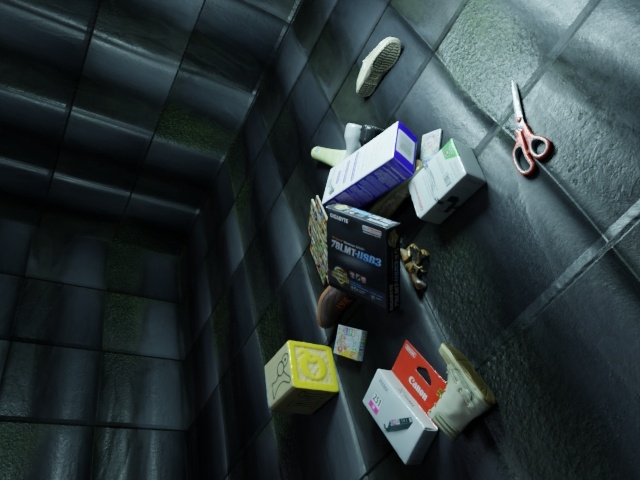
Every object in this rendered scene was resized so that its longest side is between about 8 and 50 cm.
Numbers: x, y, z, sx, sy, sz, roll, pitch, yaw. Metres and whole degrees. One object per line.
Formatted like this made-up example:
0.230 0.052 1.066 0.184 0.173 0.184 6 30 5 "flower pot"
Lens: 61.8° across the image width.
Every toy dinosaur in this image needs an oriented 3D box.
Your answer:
0.276 0.059 1.670 0.112 0.064 0.211 -58 32 31 "toy dinosaur"

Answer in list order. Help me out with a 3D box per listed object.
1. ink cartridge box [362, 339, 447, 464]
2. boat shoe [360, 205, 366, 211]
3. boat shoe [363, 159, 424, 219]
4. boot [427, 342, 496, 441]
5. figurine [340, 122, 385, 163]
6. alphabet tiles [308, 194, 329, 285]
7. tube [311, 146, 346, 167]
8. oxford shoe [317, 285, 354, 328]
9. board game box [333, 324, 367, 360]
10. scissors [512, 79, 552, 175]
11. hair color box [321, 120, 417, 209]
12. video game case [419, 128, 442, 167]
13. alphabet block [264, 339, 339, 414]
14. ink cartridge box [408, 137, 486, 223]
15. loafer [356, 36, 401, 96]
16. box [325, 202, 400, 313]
0.246 0.456 1.542 0.275 0.060 0.239 47 119 58 "ink cartridge box"
0.126 -0.111 1.975 0.302 0.109 0.094 -50 35 34 "boat shoe"
0.259 -0.159 1.797 0.285 0.089 0.104 -43 20 40 "boat shoe"
0.334 0.386 1.380 0.165 0.077 0.213 -54 38 20 "boot"
0.146 -0.341 2.077 0.215 0.092 0.209 32 109 62 "figurine"
0.000 0.000 2.136 0.342 0.011 0.285 -112 22 -48 "alphabet tiles"
0.043 -0.358 2.302 0.240 0.062 0.070 28 145 56 "tube"
0.068 0.210 1.944 0.098 0.097 0.271 36 109 54 "oxford shoe"
0.104 0.358 1.876 0.154 0.026 0.103 -2 75 61 "board game box"
0.528 -0.302 1.428 0.109 0.021 0.297 -50 38 41 "scissors"
0.164 -0.230 1.803 0.339 0.110 0.185 -29 35 40 "hair color box"
0.358 -0.296 1.742 0.087 0.011 0.122 -10 69 59 "video game case"
-0.073 0.504 1.954 0.197 0.193 0.192 -50 38 38 "alphabet block"
0.369 -0.170 1.583 0.208 0.087 0.153 -47 39 40 "ink cartridge box"
0.214 -0.692 2.095 0.268 0.102 0.092 -50 43 40 "loafer"
0.135 0.051 1.735 0.295 0.073 0.293 24 125 47 "box"
